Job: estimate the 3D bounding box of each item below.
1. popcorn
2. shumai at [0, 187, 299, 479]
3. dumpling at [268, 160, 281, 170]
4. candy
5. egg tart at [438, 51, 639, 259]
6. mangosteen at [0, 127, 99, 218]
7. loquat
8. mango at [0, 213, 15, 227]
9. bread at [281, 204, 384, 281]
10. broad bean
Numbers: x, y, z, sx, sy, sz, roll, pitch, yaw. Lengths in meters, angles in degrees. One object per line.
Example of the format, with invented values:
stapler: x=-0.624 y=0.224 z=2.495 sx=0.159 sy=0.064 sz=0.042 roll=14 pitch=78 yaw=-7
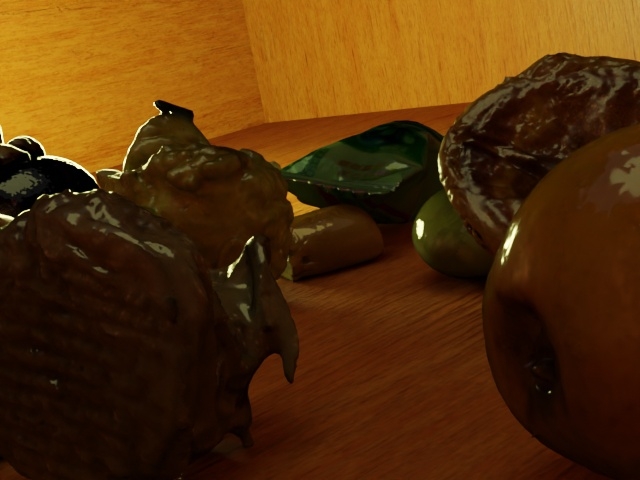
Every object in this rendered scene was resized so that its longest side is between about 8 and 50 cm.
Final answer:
popcorn: x=-0.170 y=-0.029 z=1.676 sx=0.293 sy=0.237 sz=0.293 roll=23 pitch=9 yaw=-4
shumai: x=-0.164 y=0.078 z=1.142 sx=0.314 sy=0.267 sz=0.262 roll=-10 pitch=4 yaw=32
dumpling: x=-0.227 y=-0.055 z=2.280 sx=0.318 sy=0.187 sz=0.243 roll=-4 pitch=-29 yaw=-4
candy: x=0.079 y=-0.109 z=2.024 sx=0.262 sy=0.172 sz=0.398 roll=-3 pitch=2 yaw=31
egg tart: x=0.308 y=-0.058 z=1.396 sx=0.351 sy=0.153 sz=0.340 roll=-4 pitch=54 yaw=0
mangosteen: x=-0.479 y=-0.047 z=2.036 sx=0.233 sy=0.288 sz=0.287 roll=-1 pitch=14 yaw=20
loquat: x=0.258 y=0.043 z=0.892 sx=0.274 sy=0.275 sz=0.275 roll=-10 pitch=11 yaw=2
mango: x=-0.445 y=0.074 z=1.569 sx=0.199 sy=0.222 sz=0.384 roll=24 pitch=-14 yaw=-35
bread: x=-0.001 y=-0.002 z=1.851 sx=0.173 sy=0.085 sz=0.134 roll=-15 pitch=11 yaw=-22
broad bean: x=0.240 y=-0.018 z=1.610 sx=0.238 sy=0.119 sz=0.291 roll=-15 pitch=11 yaw=-15
